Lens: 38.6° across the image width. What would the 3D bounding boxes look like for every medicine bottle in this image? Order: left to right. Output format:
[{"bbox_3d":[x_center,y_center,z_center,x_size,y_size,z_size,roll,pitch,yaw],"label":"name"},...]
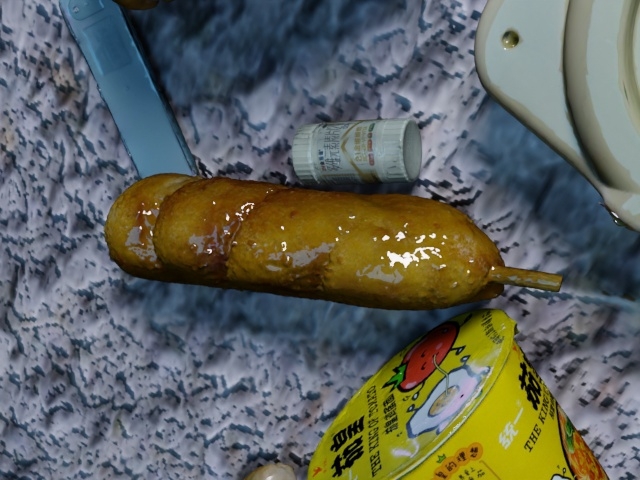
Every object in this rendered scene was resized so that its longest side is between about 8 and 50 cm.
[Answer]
[{"bbox_3d":[0.026,-0.063,0.646,0.083,0.047,0.047,1,109,25],"label":"medicine bottle"}]

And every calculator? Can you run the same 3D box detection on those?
[{"bbox_3d":[-0.152,-0.122,0.723,0.057,0.018,0.172,-19,100,30],"label":"calculator"}]

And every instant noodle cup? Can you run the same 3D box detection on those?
[{"bbox_3d":[0.104,0.158,0.628,0.182,0.182,0.144,-38,100,31],"label":"instant noodle cup"}]

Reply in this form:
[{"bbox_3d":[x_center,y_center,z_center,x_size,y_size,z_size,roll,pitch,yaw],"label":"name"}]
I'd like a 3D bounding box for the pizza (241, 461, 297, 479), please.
[{"bbox_3d":[-0.019,0.381,0.816,0.434,0.080,0.392,-14,102,27],"label":"pizza"}]

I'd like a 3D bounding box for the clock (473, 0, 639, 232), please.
[{"bbox_3d":[0.267,-0.129,0.478,0.284,0.114,0.309,42,118,7],"label":"clock"}]

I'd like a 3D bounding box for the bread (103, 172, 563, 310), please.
[{"bbox_3d":[0.000,0.003,0.649,0.343,0.124,0.084,6,87,26],"label":"bread"}]

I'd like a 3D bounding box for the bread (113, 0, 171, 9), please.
[{"bbox_3d":[-0.126,-0.205,0.580,0.077,0.200,0.116,-33,97,1],"label":"bread"}]
